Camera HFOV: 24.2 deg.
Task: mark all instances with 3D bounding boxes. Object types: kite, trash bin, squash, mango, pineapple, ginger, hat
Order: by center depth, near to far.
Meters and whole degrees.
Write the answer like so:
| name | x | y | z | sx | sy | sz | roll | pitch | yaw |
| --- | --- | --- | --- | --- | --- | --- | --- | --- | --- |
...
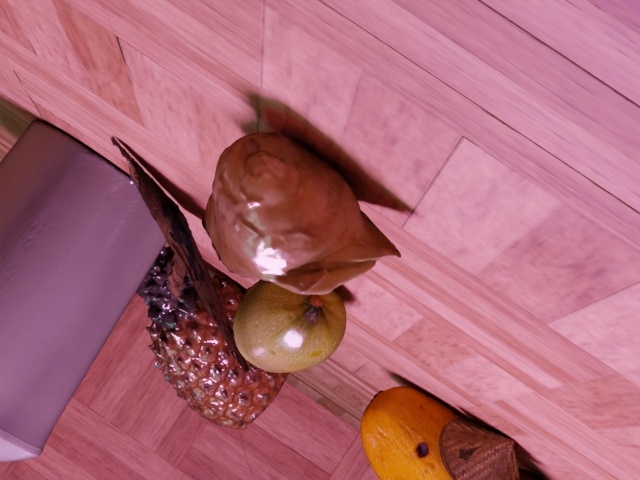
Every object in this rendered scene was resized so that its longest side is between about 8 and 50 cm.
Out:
| name | x | y | z | sx | sy | sz | roll | pitch | yaw |
| --- | --- | --- | --- | --- | --- | --- | --- | --- | --- |
| ginger | -0.041 | -0.040 | 1.121 | 0.193 | 0.115 | 0.123 | 35 | 155 | 56 |
| squash | -0.025 | 0.090 | 1.687 | 0.123 | 0.123 | 0.186 | 35 | 165 | -8 |
| kite | -0.159 | 0.018 | 1.739 | 0.335 | 0.011 | 0.314 | 61 | -174 | -18 |
| hat | 0.230 | 0.279 | 1.950 | 0.146 | 0.067 | 0.146 | 31 | -145 | -24 |
| trash bin | -0.406 | 0.083 | 1.991 | 0.280 | 0.432 | 0.280 | 32 | 171 | 5 |
| mango | 0.172 | 0.321 | 2.059 | 0.295 | 0.120 | 0.177 | 45 | 147 | 22 |
| pineapple | -0.202 | 0.123 | 2.303 | 0.202 | 0.202 | 0.362 | 25 | 160 | 49 |

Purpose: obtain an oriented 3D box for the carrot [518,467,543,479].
| name | x | y | z | sx | sy | sz | roll | pitch | yaw |
| --- | --- | --- | --- | --- | --- | --- | --- | --- | --- |
| carrot | 0.337 | 0.425 | 2.181 | 0.302 | 0.114 | 0.114 | 37 | 172 | -33 |
